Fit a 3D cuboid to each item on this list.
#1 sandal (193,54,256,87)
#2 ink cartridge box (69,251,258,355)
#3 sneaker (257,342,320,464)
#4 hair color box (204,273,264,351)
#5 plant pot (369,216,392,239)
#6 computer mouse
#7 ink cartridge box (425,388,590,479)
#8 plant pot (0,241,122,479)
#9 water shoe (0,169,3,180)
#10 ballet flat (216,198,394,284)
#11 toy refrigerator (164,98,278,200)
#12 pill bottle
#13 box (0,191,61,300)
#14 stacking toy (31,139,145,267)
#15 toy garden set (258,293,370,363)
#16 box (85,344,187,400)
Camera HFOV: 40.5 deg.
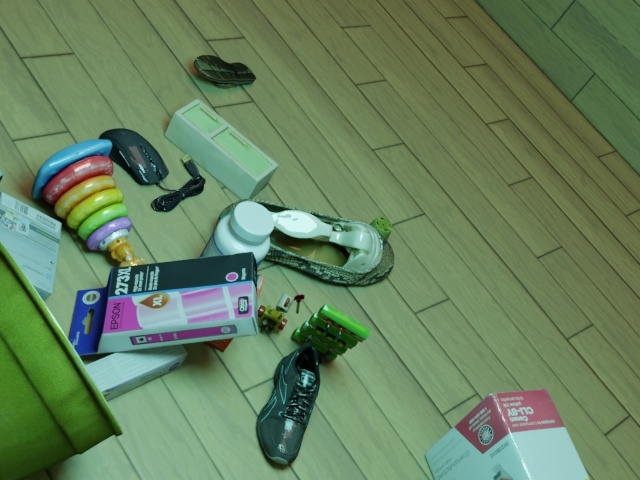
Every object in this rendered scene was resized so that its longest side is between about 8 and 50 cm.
[{"bbox_3d":[-0.267,-0.456,2.390,0.219,0.060,0.090,-10,63,-56],"label":"sandal"},{"bbox_3d":[-0.306,0.122,1.676,0.370,0.069,0.176,-8,44,3],"label":"ink cartridge box"},{"bbox_3d":[-0.059,0.323,1.761,0.101,0.106,0.267,23,44,-16],"label":"sneaker"},{"bbox_3d":[-0.180,0.145,1.798,0.053,0.167,0.093,26,42,-10],"label":"hair color box"},{"bbox_3d":[0.145,-0.018,2.232,0.083,0.079,0.083,18,45,-19],"label":"plant pot"},{"bbox_3d":[-0.386,-0.196,2.060,0.262,0.060,0.184,48,43,13],"label":"computer mouse"},{"bbox_3d":[0.399,0.534,1.734,0.160,0.279,0.385,3,51,-31],"label":"ink cartridge box"},{"bbox_3d":[-0.550,0.245,1.318,0.353,0.366,0.366,-34,73,-20],"label":"plant pot"},{"bbox_3d":[-0.690,-0.065,1.748,0.080,0.072,0.203,52,34,-24],"label":"water shoe"},{"bbox_3d":[0.000,0.000,2.038,0.482,0.182,0.164,13,70,-24],"label":"ballet flat"},{"bbox_3d":[-0.245,-0.227,2.158,0.269,0.094,0.102,40,42,6],"label":"toy refrigerator"},{"bbox_3d":[-0.182,0.020,1.871,0.124,0.221,0.124,19,44,-19],"label":"pill bottle"},{"bbox_3d":[-0.589,0.012,1.714,0.145,0.038,0.186,32,35,-38],"label":"box"},{"bbox_3d":[-0.457,-0.044,1.822,0.175,0.166,0.302,-30,82,-33],"label":"stacking toy"},{"bbox_3d":[-0.030,0.185,1.823,0.203,0.244,0.049,31,65,-5],"label":"toy garden set"},{"bbox_3d":[-0.399,0.259,1.625,0.324,0.063,0.067,-22,67,-44],"label":"box"}]
